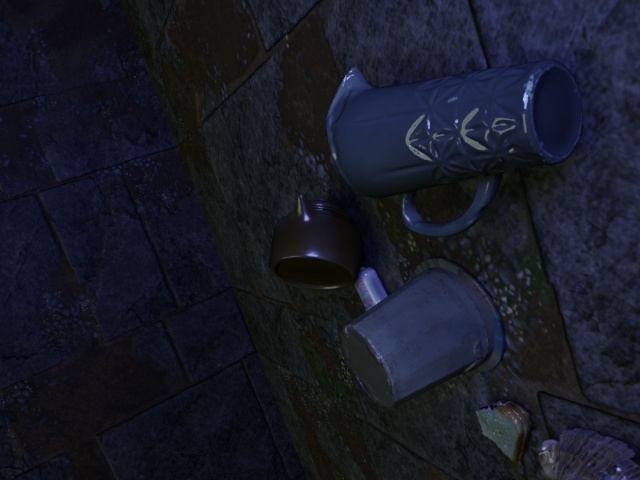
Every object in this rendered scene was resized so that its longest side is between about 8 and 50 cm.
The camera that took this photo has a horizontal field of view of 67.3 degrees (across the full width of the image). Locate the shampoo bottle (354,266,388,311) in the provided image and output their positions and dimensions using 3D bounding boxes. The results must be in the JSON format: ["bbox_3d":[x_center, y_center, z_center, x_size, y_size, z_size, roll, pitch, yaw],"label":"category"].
[{"bbox_3d":[0.104,0.101,1.010,0.099,0.043,0.072,64,155,6],"label":"shampoo bottle"}]

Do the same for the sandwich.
[{"bbox_3d":[0.301,0.298,0.790,0.093,0.035,0.105,41,145,45],"label":"sandwich"}]

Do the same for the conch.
[{"bbox_3d":[0.373,0.351,0.615,0.178,0.162,0.245,-61,30,22],"label":"conch"}]

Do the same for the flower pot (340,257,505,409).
[{"bbox_3d":[0.150,0.163,0.789,0.212,0.202,0.212,50,155,34],"label":"flower pot"}]

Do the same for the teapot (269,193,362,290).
[{"bbox_3d":[0.000,0.000,1.002,0.268,0.185,0.176,56,-141,-57],"label":"teapot"}]

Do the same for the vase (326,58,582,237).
[{"bbox_3d":[0.153,-0.122,0.597,0.300,0.156,0.251,4,113,57],"label":"vase"}]
